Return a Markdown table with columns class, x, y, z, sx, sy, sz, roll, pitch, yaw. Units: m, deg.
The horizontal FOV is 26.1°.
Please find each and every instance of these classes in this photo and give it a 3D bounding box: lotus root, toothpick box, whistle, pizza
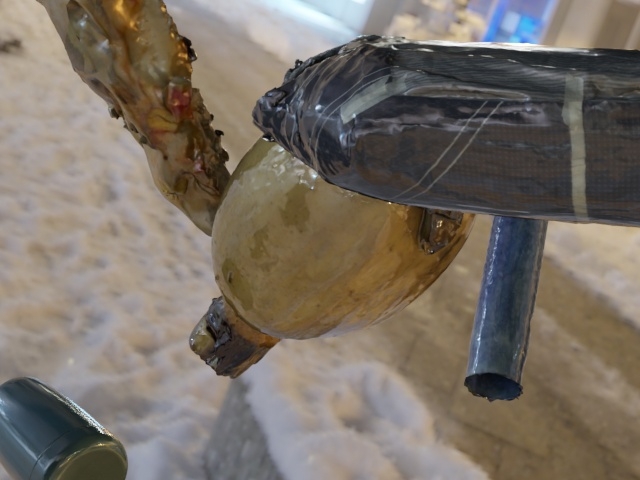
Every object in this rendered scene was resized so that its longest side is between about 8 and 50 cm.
| class | x | y | z | sx | sy | sz | roll | pitch | yaw |
| --- | --- | --- | --- | --- | --- | --- | --- | --- | --- |
| lotus root | 0.000 | 0.000 | 1.084 | 0.182 | 0.310 | 0.183 | 24 | 38 | -21 |
| toothpick box | -0.322 | 0.241 | 1.640 | 0.120 | 0.120 | 0.184 | 8 | 19 | -46 |
| whistle | 0.198 | 0.016 | 1.408 | 0.062 | 0.304 | 0.062 | 11 | -31 | 6 |
| pizza | -0.149 | -0.122 | 1.141 | 0.189 | 0.071 | 0.297 | 19 | -37 | 51 |

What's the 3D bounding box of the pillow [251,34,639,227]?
| class | x | y | z | sx | sy | sz | roll | pitch | yaw |
| --- | --- | --- | --- | --- | --- | --- | --- | --- | --- |
| pillow | 0.126 | -0.060 | 0.747 | 0.335 | 0.093 | 0.161 | 5 | 14 | 9 |
